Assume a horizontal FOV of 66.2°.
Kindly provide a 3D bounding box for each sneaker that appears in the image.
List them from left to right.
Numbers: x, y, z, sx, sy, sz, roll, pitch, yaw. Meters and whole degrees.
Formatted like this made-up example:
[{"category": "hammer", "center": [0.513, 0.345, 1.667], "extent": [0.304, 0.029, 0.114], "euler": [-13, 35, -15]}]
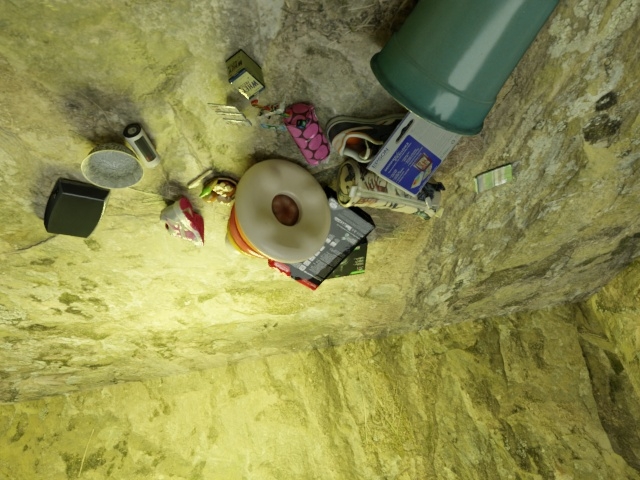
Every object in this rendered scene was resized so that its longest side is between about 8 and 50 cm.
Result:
[{"category": "sneaker", "center": [-0.492, -0.055, 1.764], "extent": [0.111, 0.103, 0.252], "euler": [-12, 143, 6]}, {"category": "sneaker", "center": [0.183, -0.317, 1.553], "extent": [0.321, 0.127, 0.126], "euler": [-6, 147, -14]}]

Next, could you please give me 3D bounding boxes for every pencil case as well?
[{"category": "pencil case", "center": [-0.034, -0.323, 1.502], "extent": [0.098, 0.095, 0.209], "euler": [-38, 150, -3]}, {"category": "pencil case", "center": [0.246, -0.175, 1.751], "extent": [0.411, 0.183, 0.159], "euler": [7, 108, -29]}]

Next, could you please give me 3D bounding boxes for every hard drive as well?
[{"category": "hard drive", "center": [-0.803, -0.094, 1.615], "extent": [0.172, 0.054, 0.255], "euler": [11, 142, -35]}]

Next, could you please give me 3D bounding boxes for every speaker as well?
[{"category": "speaker", "center": [-0.518, -0.274, 1.429], "extent": [0.055, 0.055, 0.136], "euler": [-13, 149, 0]}]

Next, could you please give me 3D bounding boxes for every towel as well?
[{"category": "towel", "center": [0.689, -0.244, 1.957], "extent": [0.152, 0.023, 0.113], "euler": [-20, 149, 12]}]

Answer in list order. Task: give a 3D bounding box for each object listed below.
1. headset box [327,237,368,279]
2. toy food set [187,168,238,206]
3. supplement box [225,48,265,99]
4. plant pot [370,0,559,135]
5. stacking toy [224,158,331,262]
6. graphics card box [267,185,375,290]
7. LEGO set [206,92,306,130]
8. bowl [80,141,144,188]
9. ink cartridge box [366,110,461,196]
[{"category": "headset box", "center": [0.064, 0.050, 2.099], "extent": [0.247, 0.131, 0.283], "euler": [-9, 149, -5]}, {"category": "toy food set", "center": [-0.344, -0.166, 1.684], "extent": [0.132, 0.038, 0.192], "euler": [-31, 145, 28]}, {"category": "supplement box", "center": [-0.194, -0.428, 1.268], "extent": [0.056, 0.083, 0.083], "euler": [-28, 146, 24]}, {"category": "plant pot", "center": [0.348, -0.489, 1.169], "extent": [0.341, 0.341, 0.334], "euler": [7, 135, -30]}, {"category": "stacking toy", "center": [-0.224, -0.051, 1.743], "extent": [0.351, 0.350, 0.480], "euler": [10, 160, -33]}, {"category": "graphics card box", "center": [0.000, 0.000, 1.857], "extent": [0.233, 0.094, 0.371], "euler": [31, 114, -26]}, {"category": "LEGO set", "center": [-0.163, -0.352, 1.343], "extent": [0.244, 0.060, 0.182], "euler": [8, 178, 7]}, {"category": "bowl", "center": [-0.605, -0.234, 1.436], "extent": [0.170, 0.080, 0.170], "euler": [-10, 149, -6]}, {"category": "ink cartridge box", "center": [0.298, -0.310, 1.525], "extent": [0.307, 0.072, 0.303], "euler": [21, 111, -48]}]
